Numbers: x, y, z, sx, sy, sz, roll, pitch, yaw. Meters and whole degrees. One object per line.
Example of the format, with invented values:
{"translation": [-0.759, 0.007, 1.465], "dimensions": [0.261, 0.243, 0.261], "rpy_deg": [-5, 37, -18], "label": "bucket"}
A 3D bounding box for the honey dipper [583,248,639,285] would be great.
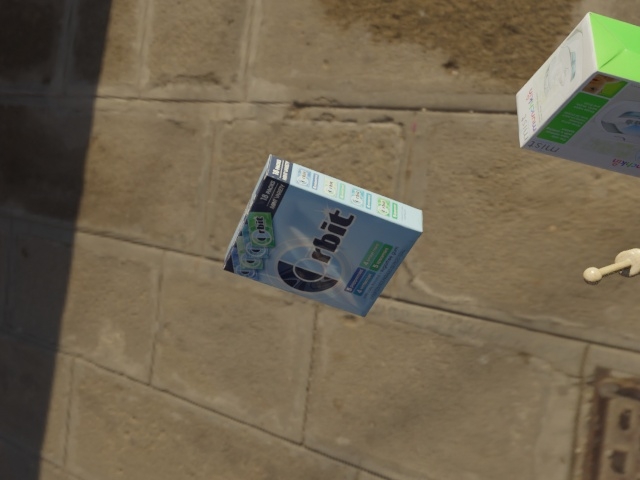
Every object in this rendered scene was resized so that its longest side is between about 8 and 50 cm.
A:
{"translation": [0.313, 0.030, 0.868], "dimensions": [0.030, 0.160, 0.031], "rpy_deg": [4, 97, 35], "label": "honey dipper"}

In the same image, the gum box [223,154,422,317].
{"translation": [0.000, 0.000, 0.942], "dimensions": [0.041, 0.184, 0.157], "rpy_deg": [-84, 17, -47], "label": "gum box"}

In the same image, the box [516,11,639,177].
{"translation": [0.500, -0.235, 1.379], "dimensions": [0.231, 0.261, 0.127], "rpy_deg": [126, 151, -57], "label": "box"}
